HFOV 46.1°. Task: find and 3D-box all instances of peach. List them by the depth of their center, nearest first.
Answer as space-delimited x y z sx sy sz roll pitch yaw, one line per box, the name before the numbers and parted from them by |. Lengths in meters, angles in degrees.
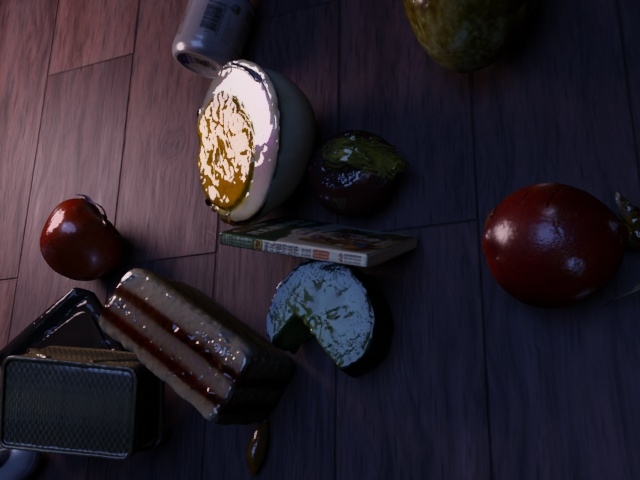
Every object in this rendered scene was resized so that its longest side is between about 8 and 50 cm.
peach | 0.335 0.004 1.075 0.197 0.197 0.197 -8 69 23

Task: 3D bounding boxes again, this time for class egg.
egg | 0.247 -0.423 1.237 0.238 0.238 0.289 5 84 27
egg | -0.097 -0.167 1.354 0.264 0.174 0.286 1 91 52

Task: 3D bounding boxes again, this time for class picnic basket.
picnic basket | -0.407 0.278 1.308 0.267 0.139 0.165 4 91 8

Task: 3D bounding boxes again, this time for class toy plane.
toy plane | -0.638 0.440 1.428 0.245 0.117 0.244 -9 68 24

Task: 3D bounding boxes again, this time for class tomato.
tomato | -0.475 0.000 1.480 0.167 0.167 0.167 -8 69 23

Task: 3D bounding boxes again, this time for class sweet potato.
sweet potato | -0.106 0.345 1.256 0.034 0.034 0.095 3 72 26

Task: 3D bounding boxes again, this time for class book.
book | 0.000 0.000 1.235 0.264 0.202 0.027 9 103 28

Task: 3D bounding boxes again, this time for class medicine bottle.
medicine bottle | -0.205 -0.447 1.518 0.135 0.135 0.215 12 78 28

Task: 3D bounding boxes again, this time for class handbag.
handbag | -0.482 0.240 1.450 0.247 0.080 0.223 -40 70 7

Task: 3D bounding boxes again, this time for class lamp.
lamp | 0.050 -0.122 1.284 0.156 0.135 0.157 38 93 31

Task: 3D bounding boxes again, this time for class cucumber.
cucumber | 0.025 0.121 1.226 0.191 0.130 0.191 -5 78 22

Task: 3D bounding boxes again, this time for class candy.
candy | -0.210 0.175 1.281 0.321 0.179 0.135 33 90 31

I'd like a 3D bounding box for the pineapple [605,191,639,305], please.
pineapple | 0.546 -0.015 1.002 0.335 0.161 0.158 -6 72 21
